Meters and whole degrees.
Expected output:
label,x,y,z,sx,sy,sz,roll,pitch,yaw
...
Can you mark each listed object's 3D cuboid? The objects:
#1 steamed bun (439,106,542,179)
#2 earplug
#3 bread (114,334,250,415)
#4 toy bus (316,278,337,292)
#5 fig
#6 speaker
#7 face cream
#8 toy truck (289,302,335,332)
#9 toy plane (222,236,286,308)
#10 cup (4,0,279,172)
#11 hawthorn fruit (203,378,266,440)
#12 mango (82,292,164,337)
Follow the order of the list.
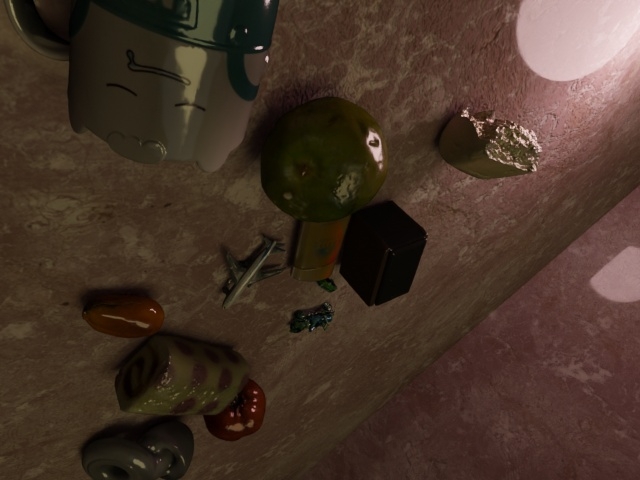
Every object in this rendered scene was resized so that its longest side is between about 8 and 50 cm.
label,x,y,z,sx,sy,sz,roll,pitch,yaw
steamed bun,0.426,-0.256,1.092,0.225,0.200,0.170,6,88,-44
earplug,-0.547,0.655,1.314,0.325,0.175,0.214,11,129,-37
bread,-0.351,0.370,1.141,0.187,0.155,0.338,-45,146,3
toy bus,0.022,0.135,1.318,0.037,0.031,0.083,-37,146,9
fig,0.021,-0.178,0.833,0.314,0.233,0.233,-68,173,-45
speaker,0.168,0.035,1.194,0.153,0.192,0.231,-18,138,-26
face cream,0.000,0.000,1.098,0.139,0.067,0.285,-14,141,-27
toy truck,-0.022,0.267,1.394,0.154,0.078,0.080,-9,136,-36
toy plane,-0.173,0.080,1.044,0.226,0.058,0.226,-43,150,15
cup,-0.200,-0.254,0.496,0.289,0.219,0.258,16,125,-14
hawthorn fruit,-0.286,0.566,1.421,0.207,0.207,0.243,-20,147,-25
mango,-0.410,0.154,0.895,0.159,0.084,0.105,26,130,-32
